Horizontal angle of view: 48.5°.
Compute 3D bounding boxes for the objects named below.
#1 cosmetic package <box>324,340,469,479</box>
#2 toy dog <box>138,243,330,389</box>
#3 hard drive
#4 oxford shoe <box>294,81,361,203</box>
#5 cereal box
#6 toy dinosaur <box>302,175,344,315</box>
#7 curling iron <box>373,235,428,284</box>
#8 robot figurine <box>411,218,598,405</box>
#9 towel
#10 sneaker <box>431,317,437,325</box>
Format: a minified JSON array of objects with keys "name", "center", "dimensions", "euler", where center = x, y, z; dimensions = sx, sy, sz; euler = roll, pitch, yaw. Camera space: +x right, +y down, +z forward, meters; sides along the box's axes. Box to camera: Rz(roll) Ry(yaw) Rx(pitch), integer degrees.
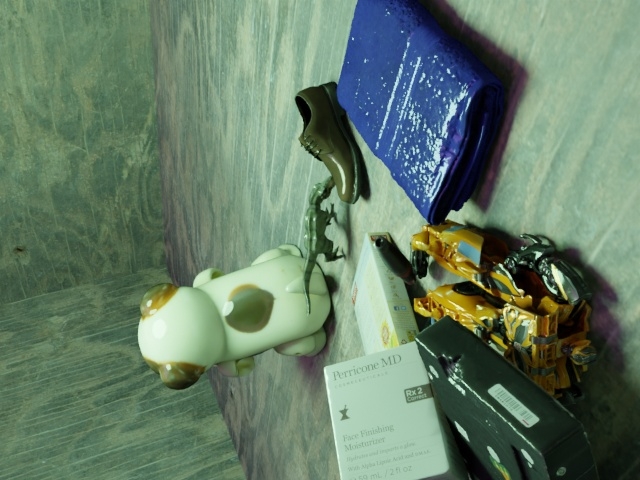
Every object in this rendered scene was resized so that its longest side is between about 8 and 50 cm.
[{"name":"cosmetic package","center":[0.109,0.265,1.012],"dimensions":[0.151,0.151,0.184],"euler":[50,-155,-57]},{"name":"toy dog","center":[-0.196,0.188,1.582],"dimensions":[0.395,0.407,0.285],"euler":[171,84,-70]},{"name":"hard drive","center":[0.242,0.272,0.854],"dimensions":[0.237,0.064,0.339],"euler":[42,160,56]},{"name":"oxford shoe","center":[0.008,-0.166,1.271],"dimensions":[0.227,0.096,0.083],"euler":[70,157,10]},{"name":"cereal box","center":[0.106,0.129,1.202],"dimensions":[0.173,0.047,0.240],"euler":[101,163,-48]},{"name":"toy dinosaur","center":[0.000,0.000,1.374],"dimensions":[0.064,0.118,0.268],"euler":[11,105,21]},{"name":"curling iron","center":[0.110,0.022,0.998],"dimensions":[0.274,0.035,0.068],"euler":[20,-105,-69]},{"name":"robot figurine","center":[0.222,0.086,0.893],"dimensions":[0.291,0.085,0.211],"euler":[-142,42,-59]},{"name":"towel","center":[0.130,-0.201,0.976],"dimensions":[0.308,0.076,0.228],"euler":[59,147,39]},{"name":"sneaker","center":[0.198,0.165,1.056],"dimensions":[0.059,0.053,0.144],"euler":[121,133,-65]}]
